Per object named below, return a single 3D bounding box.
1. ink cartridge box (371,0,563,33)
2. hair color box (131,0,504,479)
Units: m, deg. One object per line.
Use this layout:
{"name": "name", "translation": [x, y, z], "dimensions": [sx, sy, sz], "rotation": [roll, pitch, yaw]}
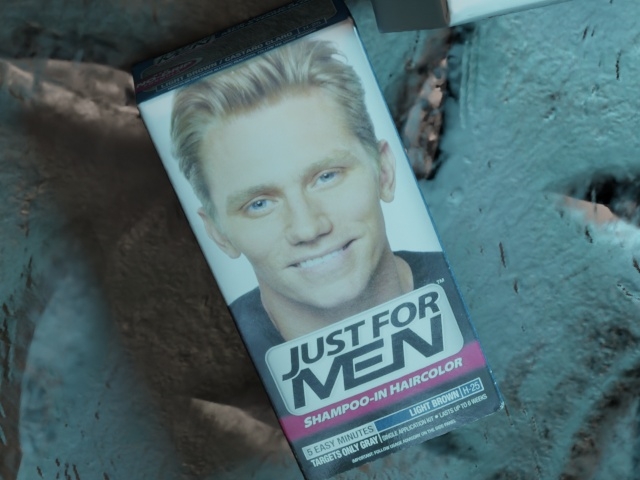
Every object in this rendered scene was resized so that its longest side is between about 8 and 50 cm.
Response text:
{"name": "ink cartridge box", "translation": [0.225, -0.258, 1.273], "dimensions": [0.395, 0.285, 0.166], "rotation": [-13, 96, -6]}
{"name": "hair color box", "translation": [0.000, 0.000, 1.478], "dimensions": [0.174, 0.105, 0.347], "rotation": [-23, 112, 2]}
